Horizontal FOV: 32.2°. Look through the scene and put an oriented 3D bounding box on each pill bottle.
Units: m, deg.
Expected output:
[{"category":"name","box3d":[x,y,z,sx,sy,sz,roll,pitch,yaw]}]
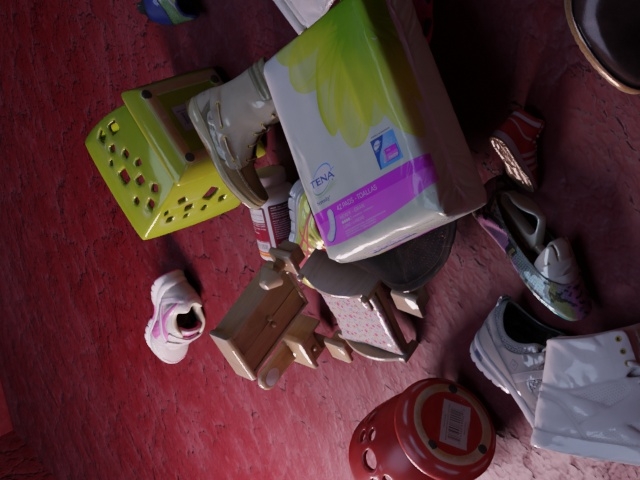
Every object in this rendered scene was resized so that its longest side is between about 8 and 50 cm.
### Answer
[{"category":"pill bottle","box3d":[-0.077,-0.048,1.903,0.086,0.086,0.152,17,125,51]}]

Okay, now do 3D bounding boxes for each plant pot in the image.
[{"category":"plant pot","box3d":[0.160,0.315,1.710,0.191,0.191,0.174,54,143,17]},{"category":"plant pot","box3d":[-0.246,-0.167,1.947,0.227,0.228,0.207,58,142,12]}]

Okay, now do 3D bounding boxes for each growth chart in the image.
[{"category":"growth chart","box3d":[-0.020,-0.402,1.626,0.172,0.021,0.237,61,149,7]}]

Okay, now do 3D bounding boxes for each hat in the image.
[{"category":"hat","box3d":[0.117,-0.100,1.517,0.331,0.134,0.331,26,123,49]}]

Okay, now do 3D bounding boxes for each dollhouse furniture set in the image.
[{"category":"dollhouse furniture set","box3d":[0.022,0.178,1.780,0.355,0.174,0.303,17,149,37]}]

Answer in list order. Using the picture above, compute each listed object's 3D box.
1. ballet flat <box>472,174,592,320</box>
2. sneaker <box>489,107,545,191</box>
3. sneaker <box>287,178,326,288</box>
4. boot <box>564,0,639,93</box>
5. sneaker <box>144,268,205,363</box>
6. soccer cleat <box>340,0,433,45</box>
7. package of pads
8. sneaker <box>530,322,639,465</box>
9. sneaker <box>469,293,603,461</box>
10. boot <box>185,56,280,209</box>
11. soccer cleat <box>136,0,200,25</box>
[{"category":"ballet flat","box3d":[0.277,0.003,1.426,0.221,0.077,0.079,54,144,25]},{"category":"sneaker","box3d":[0.261,-0.116,1.401,0.042,0.067,0.118,26,162,43]},{"category":"sneaker","box3d":[0.000,0.000,1.831,0.094,0.081,0.208,24,134,36]},{"category":"boot","box3d":[0.334,-0.284,1.110,0.207,0.090,0.248,-17,93,61]},{"category":"sneaker","box3d":[-0.311,0.187,2.407,0.111,0.103,0.252,44,144,33]},{"category":"soccer cleat","box3d":[0.053,-0.384,1.469,0.331,0.116,0.143,67,169,-6]},{"category":"package of pads","box3d":[0.058,-0.138,1.382,0.229,0.101,0.296,-27,80,51]},{"category":"sneaker","box3d":[0.401,0.184,1.328,0.292,0.108,0.169,4,85,28]},{"category":"sneaker","box3d":[0.311,0.182,1.469,0.281,0.105,0.115,38,136,33]},{"category":"boot","box3d":[-0.101,-0.172,1.794,0.165,0.077,0.213,-28,96,17]},{"category":"soccer cleat","box3d":[-0.257,-0.507,1.870,0.121,0.093,0.289,7,117,20]}]
